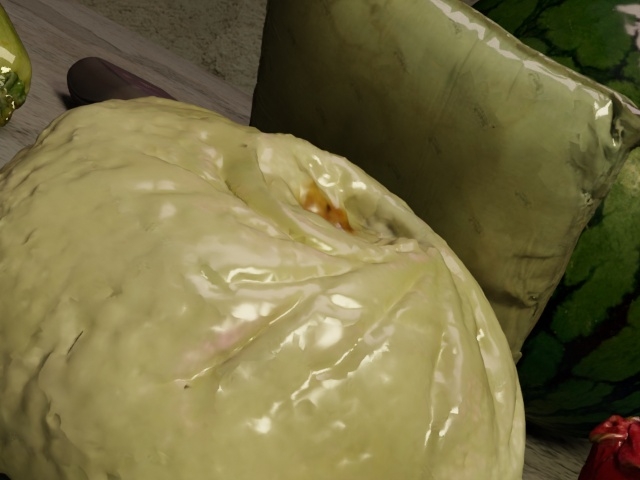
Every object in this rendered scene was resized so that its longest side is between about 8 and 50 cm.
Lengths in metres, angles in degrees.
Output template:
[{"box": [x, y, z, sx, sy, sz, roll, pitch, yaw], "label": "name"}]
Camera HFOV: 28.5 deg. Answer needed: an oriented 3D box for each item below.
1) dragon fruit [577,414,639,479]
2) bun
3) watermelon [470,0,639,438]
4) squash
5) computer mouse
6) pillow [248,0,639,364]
[{"box": [0.191, 0.156, 0.598, 0.166, 0.133, 0.136, 32, 51, 23], "label": "dragon fruit"}, {"box": [-0.033, 0.031, 0.502, 0.244, 0.153, 0.244, 31, 4, -3], "label": "bun"}, {"box": [0.205, -0.030, 0.942, 0.363, 0.363, 0.363, 29, 9, -5], "label": "watermelon"}, {"box": [-0.285, -0.153, 1.012, 0.094, 0.094, 0.224, 20, 21, -46], "label": "squash"}, {"box": [-0.177, -0.123, 1.216, 0.120, 0.057, 0.232, 24, 7, -29], "label": "computer mouse"}, {"box": [0.033, 0.001, 0.614, 0.185, 0.302, 0.075, 35, 52, 18], "label": "pillow"}]
